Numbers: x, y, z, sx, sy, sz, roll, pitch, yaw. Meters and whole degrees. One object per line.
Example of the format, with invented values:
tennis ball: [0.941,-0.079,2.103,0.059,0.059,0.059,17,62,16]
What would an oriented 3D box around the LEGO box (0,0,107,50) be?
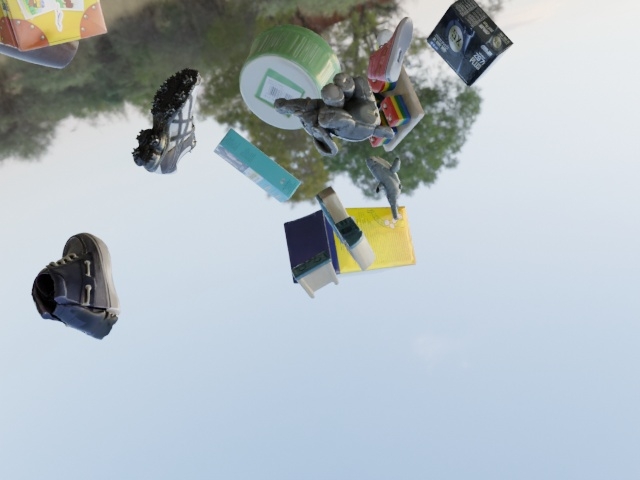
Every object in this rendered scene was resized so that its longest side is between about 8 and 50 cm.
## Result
LEGO box: [-0.648,-0.658,1.210,0.193,0.499,0.373,-30,-142,-35]

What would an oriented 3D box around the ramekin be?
ramekin: [-0.100,-0.489,1.903,0.304,0.303,0.148,-8,-139,32]

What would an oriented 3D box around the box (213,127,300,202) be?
box: [-0.179,-0.207,1.740,0.060,0.244,0.100,-56,-167,-15]

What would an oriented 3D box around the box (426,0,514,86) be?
box: [0.390,-0.522,1.630,0.077,0.180,0.147,-39,176,-26]

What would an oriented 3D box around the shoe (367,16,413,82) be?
shoe: [0.182,-0.506,1.635,0.081,0.177,0.063,17,179,35]

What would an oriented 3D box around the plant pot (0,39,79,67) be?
plant pot: [-0.791,-0.574,1.689,0.215,0.230,0.215,-16,-118,32]

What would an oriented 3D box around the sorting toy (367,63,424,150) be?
sorting toy: [0.212,-0.467,2.110,0.090,0.255,0.257,-15,166,-24]

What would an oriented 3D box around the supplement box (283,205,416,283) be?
supplement box: [0.094,0.010,1.902,0.357,0.195,0.194,-4,171,-41]

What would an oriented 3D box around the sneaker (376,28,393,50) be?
sneaker: [0.248,-0.673,2.296,0.091,0.240,0.126,-23,-147,-4]

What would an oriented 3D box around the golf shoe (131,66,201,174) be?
golf shoe: [-0.257,-0.209,1.107,0.077,0.094,0.198,31,-87,35]

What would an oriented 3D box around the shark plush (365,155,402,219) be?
shark plush: [0.153,-0.126,1.493,0.067,0.161,0.073,-8,179,-33]

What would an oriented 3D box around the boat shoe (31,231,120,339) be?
boat shoe: [-0.569,0.071,1.406,0.127,0.158,0.340,-49,-135,9]

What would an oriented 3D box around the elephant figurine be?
elephant figurine: [0.022,-0.290,1.471,0.170,0.185,0.239,-12,176,-31]

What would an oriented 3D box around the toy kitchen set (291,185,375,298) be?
toy kitchen set: [0.000,0.000,1.317,0.166,0.122,0.207,-29,-156,-1]
